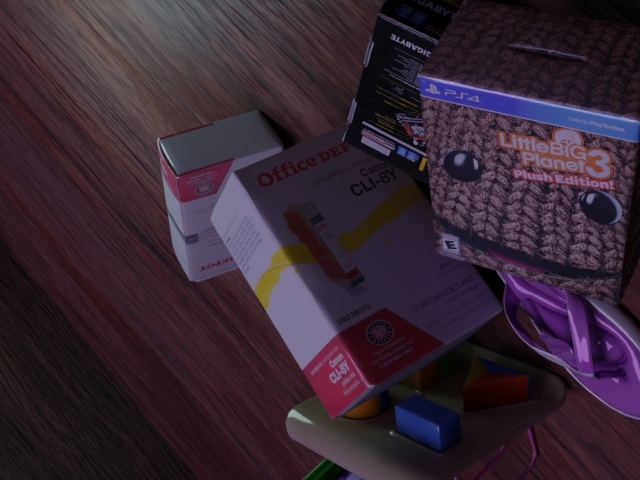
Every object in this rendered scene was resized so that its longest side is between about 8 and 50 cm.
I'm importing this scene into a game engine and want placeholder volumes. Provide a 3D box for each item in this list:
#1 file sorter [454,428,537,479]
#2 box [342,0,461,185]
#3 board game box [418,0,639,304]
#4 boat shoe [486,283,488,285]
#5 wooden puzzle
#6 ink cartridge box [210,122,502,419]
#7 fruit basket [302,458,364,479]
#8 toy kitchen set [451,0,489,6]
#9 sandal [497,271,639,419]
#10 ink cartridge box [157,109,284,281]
[{"bbox_3d":[0.206,0.339,1.778,0.290,0.202,0.182,18,136,47],"label":"file sorter"},{"bbox_3d":[0.202,-0.157,1.283,0.322,0.079,0.257,27,149,8],"label":"box"},{"bbox_3d":[0.251,-0.096,1.119,0.232,0.141,0.291,16,144,24],"label":"board game box"},{"bbox_3d":[0.206,0.067,1.646,0.153,0.048,0.056,32,144,34],"label":"boat shoe"},{"bbox_3d":[0.163,0.249,1.598,0.322,0.347,0.081,18,127,47],"label":"wooden puzzle"},{"bbox_3d":[0.048,0.032,1.554,0.385,0.279,0.160,57,149,13],"label":"ink cartridge box"},{"bbox_3d":[0.057,0.595,2.093,0.283,0.392,0.392,43,149,19],"label":"fruit basket"},{"bbox_3d":[0.215,-0.288,1.247,0.068,0.083,0.075,-40,86,19],"label":"toy kitchen set"},{"bbox_3d":[0.331,0.108,1.451,0.416,0.102,0.169,51,151,5],"label":"sandal"},{"bbox_3d":[-0.181,-0.079,1.880,0.283,0.207,0.117,92,153,-47],"label":"ink cartridge box"}]
